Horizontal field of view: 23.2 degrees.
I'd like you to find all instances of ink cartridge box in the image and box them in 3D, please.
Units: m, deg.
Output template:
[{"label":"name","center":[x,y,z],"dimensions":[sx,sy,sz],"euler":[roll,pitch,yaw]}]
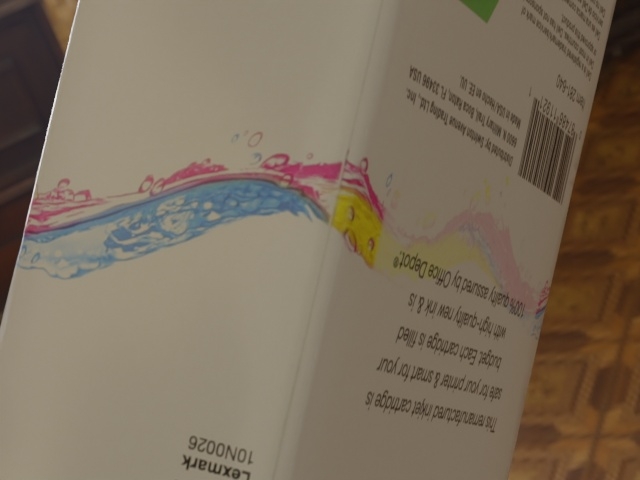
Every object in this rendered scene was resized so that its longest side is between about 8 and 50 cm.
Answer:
[{"label":"ink cartridge box","center":[0.000,0.000,0.549],"dimensions":[0.117,0.201,0.278],"euler":[11,85,27]}]
